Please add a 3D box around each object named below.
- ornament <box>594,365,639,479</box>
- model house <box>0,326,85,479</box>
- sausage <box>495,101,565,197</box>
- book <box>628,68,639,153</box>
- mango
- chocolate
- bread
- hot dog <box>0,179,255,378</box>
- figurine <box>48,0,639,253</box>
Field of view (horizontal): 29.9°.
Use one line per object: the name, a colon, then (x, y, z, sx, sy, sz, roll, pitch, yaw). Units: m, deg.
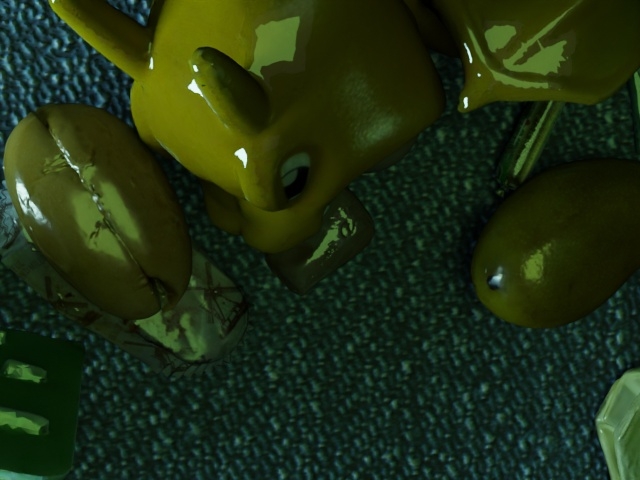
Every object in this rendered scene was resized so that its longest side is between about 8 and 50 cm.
ornament: (0.345, 0.224, 1.136, 0.201, 0.059, 0.180, 25, 94, -15)
model house: (-0.372, 0.213, 0.932, 0.357, 0.242, 0.313, 14, 110, -15)
sausage: (0.219, -0.160, 1.072, 0.033, 0.033, 0.269, 25, 92, -14)
book: (0.332, -0.155, 1.105, 0.103, 0.017, 0.135, -11, 98, -8)
mango: (0.232, -0.004, 1.063, 0.227, 0.099, 0.136, -23, 106, -18)
chocolate: (0.000, 0.000, 1.048, 0.100, 0.031, 0.064, -38, 98, -4)
bread: (-0.166, -0.022, 0.923, 0.114, 0.077, 0.189, -36, 98, -21)
hot dog: (-0.161, 0.021, 1.000, 0.252, 0.069, 0.131, 41, 79, -16)
figurine: (0.010, -0.215, 0.906, 0.387, 0.268, 0.401, -49, 115, -17)
